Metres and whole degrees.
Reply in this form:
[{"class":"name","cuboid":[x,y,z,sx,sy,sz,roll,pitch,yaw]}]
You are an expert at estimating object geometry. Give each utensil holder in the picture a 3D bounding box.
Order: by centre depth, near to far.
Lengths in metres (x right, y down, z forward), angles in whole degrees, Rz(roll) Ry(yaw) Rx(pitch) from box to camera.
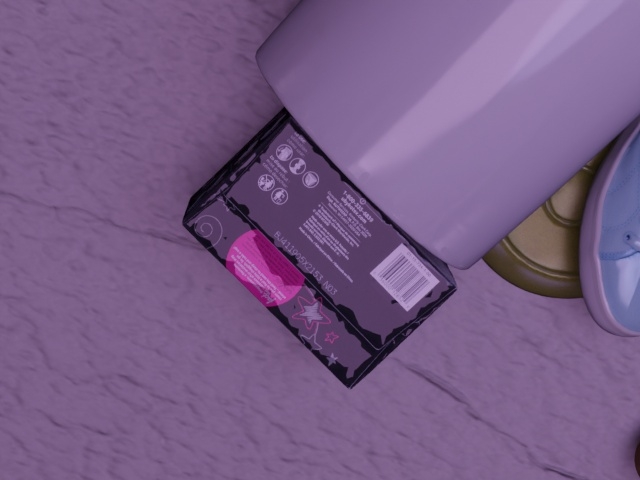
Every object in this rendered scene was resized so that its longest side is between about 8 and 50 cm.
[{"class":"utensil holder","cuboid":[0.174,-0.210,1.694,0.385,0.327,0.327,-44,99,11]}]

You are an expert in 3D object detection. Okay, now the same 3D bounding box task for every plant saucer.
[{"class":"plant saucer","cuboid":[0.268,-0.051,1.868,0.241,0.037,0.241,0,101,0]}]

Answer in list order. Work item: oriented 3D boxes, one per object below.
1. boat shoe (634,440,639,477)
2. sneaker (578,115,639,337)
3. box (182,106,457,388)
[{"class":"boat shoe","cuboid":[0.505,0.185,1.891,0.342,0.123,0.123,-37,123,3]},{"class":"sneaker","cuboid":[0.373,-0.071,1.772,0.135,0.150,0.366,18,91,-19]},{"class":"box","cuboid":[0.000,0.000,1.825,0.163,0.142,0.247,-44,100,7]}]
